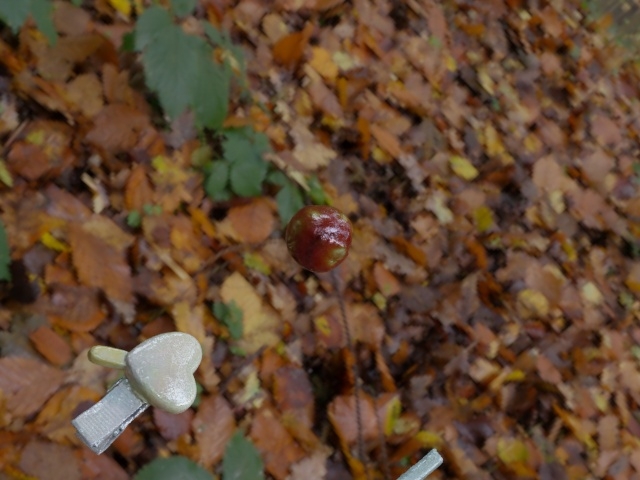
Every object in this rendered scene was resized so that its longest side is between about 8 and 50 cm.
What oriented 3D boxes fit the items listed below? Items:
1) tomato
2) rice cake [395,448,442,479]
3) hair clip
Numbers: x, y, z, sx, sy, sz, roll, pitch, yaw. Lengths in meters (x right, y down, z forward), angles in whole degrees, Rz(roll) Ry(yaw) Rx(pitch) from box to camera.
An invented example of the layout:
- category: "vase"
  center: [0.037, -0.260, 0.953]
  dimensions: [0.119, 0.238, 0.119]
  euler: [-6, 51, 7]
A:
- category: "tomato"
  center: [0.000, 0.000, 1.247]
  dimensions: [0.087, 0.087, 0.075]
  euler: [29, 16, -38]
- category: "rice cake"
  center: [0.113, 0.320, 1.316]
  dimensions: [0.022, 0.121, 0.021]
  euler: [44, -23, 26]
- category: "hair clip"
  center: [-0.270, 0.207, 1.450]
  dimensions: [0.159, 0.218, 0.071]
  euler: [49, -23, 0]
